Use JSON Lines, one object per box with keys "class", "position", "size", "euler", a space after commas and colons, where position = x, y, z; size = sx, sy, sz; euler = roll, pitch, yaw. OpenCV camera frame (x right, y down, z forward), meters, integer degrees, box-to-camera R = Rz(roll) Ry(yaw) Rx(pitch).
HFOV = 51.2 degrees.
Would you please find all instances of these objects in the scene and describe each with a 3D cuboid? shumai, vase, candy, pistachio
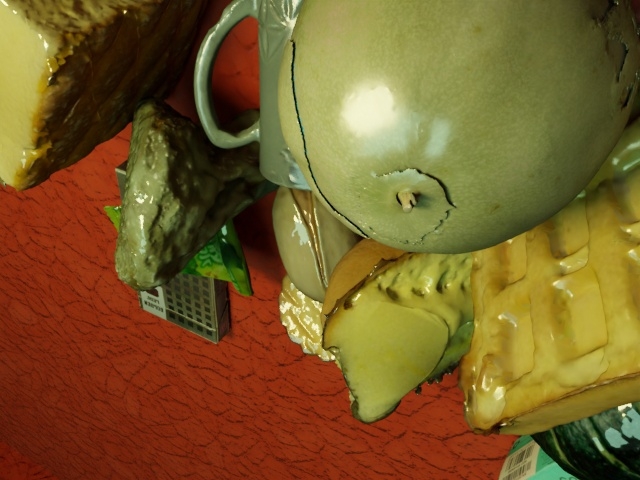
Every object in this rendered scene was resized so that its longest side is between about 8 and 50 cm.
{"class": "shumai", "position": [-0.142, -0.056, 0.822], "size": [0.204, 0.271, 0.222], "euler": [11, 149, -16]}
{"class": "vase", "position": [-0.014, -0.199, 0.709], "size": [0.251, 0.156, 0.300], "euler": [-6, 121, -2]}
{"class": "candy", "position": [-0.213, 0.003, 1.020], "size": [0.247, 0.069, 0.149], "euler": [6, 133, 23]}
{"class": "pistachio", "position": [0.000, 0.000, 0.886], "size": [0.125, 0.124, 0.184], "euler": [-2, 122, 38]}

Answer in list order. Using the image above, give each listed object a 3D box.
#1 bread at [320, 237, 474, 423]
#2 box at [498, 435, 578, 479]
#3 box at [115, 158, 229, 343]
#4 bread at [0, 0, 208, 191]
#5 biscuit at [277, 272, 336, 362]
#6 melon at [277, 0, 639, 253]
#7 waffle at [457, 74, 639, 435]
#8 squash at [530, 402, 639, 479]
{"class": "bread", "position": [0.110, 0.072, 0.822], "size": [0.162, 0.262, 0.204], "euler": [47, 159, 55]}
{"class": "box", "position": [0.424, 0.365, 0.892], "size": [0.311, 0.118, 0.205], "euler": [36, 140, 5]}
{"class": "box", "position": [-0.247, 0.026, 1.144], "size": [0.180, 0.047, 0.324], "euler": [21, 134, 19]}
{"class": "bread", "position": [-0.297, -0.247, 0.779], "size": [0.207, 0.279, 0.279], "euler": [43, 141, -1]}
{"class": "biscuit", "position": [0.011, 0.123, 1.024], "size": [0.183, 0.061, 0.118], "euler": [27, 95, 15]}
{"class": "melon", "position": [0.110, -0.132, 0.538], "size": [0.269, 0.330, 0.268], "euler": [18, 138, 17]}
{"class": "waffle", "position": [0.254, -0.001, 0.573], "size": [0.078, 0.304, 0.348], "euler": [21, 146, -23]}
{"class": "squash", "position": [0.316, 0.125, 0.668], "size": [0.165, 0.252, 0.252], "euler": [39, 139, -13]}
